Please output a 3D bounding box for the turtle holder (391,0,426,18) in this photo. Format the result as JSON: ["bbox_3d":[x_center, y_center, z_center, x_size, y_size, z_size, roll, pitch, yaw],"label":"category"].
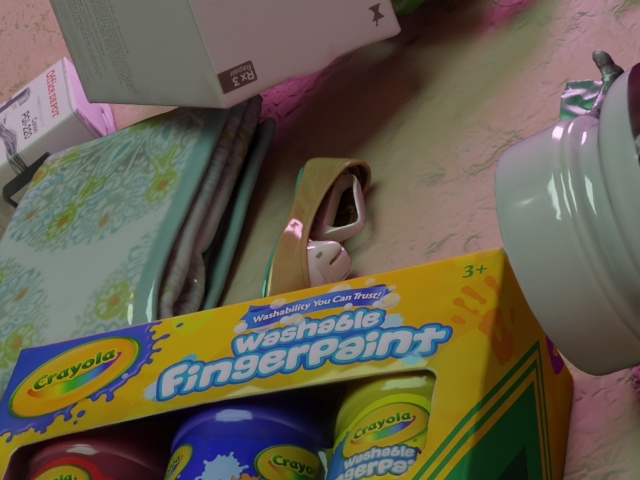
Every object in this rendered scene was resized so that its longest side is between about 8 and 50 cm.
[{"bbox_3d":[0.091,-0.367,2.074,0.227,0.243,0.320,-31,15,-22],"label":"turtle holder"}]

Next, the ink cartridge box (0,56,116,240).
[{"bbox_3d":[-0.353,-0.097,2.357,0.218,0.092,0.158,-34,31,7],"label":"ink cartridge box"}]

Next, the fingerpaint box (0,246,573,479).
[{"bbox_3d":[-0.060,0.221,1.480,0.445,0.163,0.371,-12,39,25],"label":"fingerpaint box"}]

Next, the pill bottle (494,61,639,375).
[{"bbox_3d":[0.337,-0.055,1.403,0.392,0.224,0.224,-23,34,26],"label":"pill bottle"}]

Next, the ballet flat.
[{"bbox_3d":[0.000,0.000,1.856,0.073,0.080,0.232,-8,43,21],"label":"ballet flat"}]

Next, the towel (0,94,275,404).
[{"bbox_3d":[-0.220,0.012,2.074,0.320,0.090,0.374,-19,36,36],"label":"towel"}]

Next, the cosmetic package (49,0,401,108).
[{"bbox_3d":[-0.113,-0.244,2.070,0.217,0.156,0.385,-26,15,-25],"label":"cosmetic package"}]

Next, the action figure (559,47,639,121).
[{"bbox_3d":[0.240,-0.069,1.695,0.137,0.063,0.232,-9,46,37],"label":"action figure"}]
